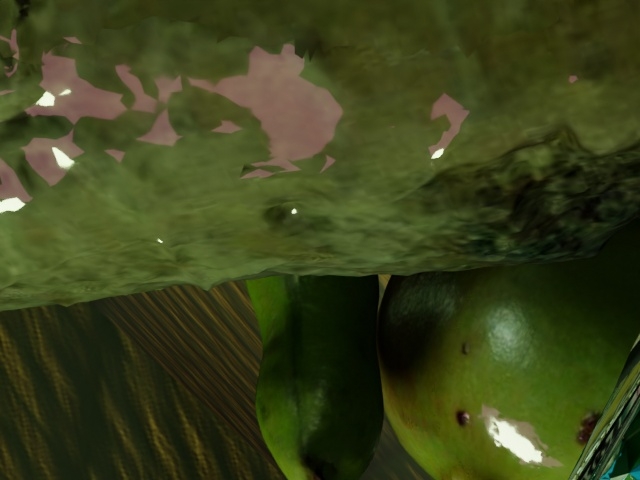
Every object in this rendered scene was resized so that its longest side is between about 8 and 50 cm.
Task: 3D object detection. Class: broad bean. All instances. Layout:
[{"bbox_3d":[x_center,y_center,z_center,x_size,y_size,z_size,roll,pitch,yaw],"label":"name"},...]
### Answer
[{"bbox_3d":[-0.003,-0.009,0.887,0.318,0.056,0.098,-92,-16,-51],"label":"broad bean"}]

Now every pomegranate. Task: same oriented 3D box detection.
[{"bbox_3d":[0.098,0.081,0.858,0.181,0.224,0.181,25,158,11],"label":"pomegranate"}]

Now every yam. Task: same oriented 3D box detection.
[{"bbox_3d":[-0.025,-0.083,0.471,0.300,0.195,0.195,-6,155,12],"label":"yam"}]

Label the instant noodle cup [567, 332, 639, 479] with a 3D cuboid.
[{"bbox_3d":[0.179,0.064,0.592,0.178,0.240,0.240,29,167,7],"label":"instant noodle cup"}]
